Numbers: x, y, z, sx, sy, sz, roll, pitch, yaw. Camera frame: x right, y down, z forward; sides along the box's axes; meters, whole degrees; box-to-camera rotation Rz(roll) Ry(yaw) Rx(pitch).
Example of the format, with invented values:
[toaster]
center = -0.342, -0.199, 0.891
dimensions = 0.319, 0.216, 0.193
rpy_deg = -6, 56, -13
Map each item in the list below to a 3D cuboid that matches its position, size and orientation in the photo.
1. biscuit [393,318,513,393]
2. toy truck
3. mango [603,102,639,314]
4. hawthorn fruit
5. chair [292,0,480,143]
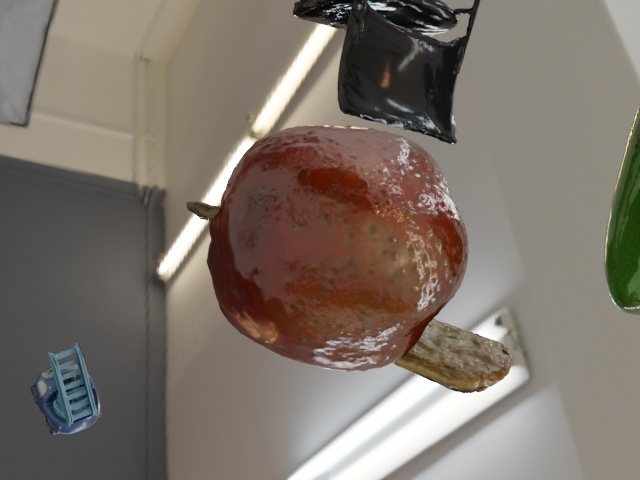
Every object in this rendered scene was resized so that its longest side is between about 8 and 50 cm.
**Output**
[biscuit]
center = 0.109, 0.116, 1.034
dimensions = 0.247, 0.118, 0.029
rpy_deg = 18, -59, 33
[toy truck]
center = -0.242, 0.140, 0.835
dimensions = 0.073, 0.056, 0.090
rpy_deg = 56, -35, 24
[mango]
center = 0.425, -0.087, 0.932
dimensions = 0.381, 0.201, 0.225
rpy_deg = -61, 175, 3
[hawthorn fruit]
center = 0.000, 0.000, 0.940
dimensions = 0.275, 0.300, 0.275
rpy_deg = -165, -90, -85
[chair]
center = 0.053, -0.196, 0.747
dimensions = 0.145, 0.140, 0.221
rpy_deg = 1, -96, 57
